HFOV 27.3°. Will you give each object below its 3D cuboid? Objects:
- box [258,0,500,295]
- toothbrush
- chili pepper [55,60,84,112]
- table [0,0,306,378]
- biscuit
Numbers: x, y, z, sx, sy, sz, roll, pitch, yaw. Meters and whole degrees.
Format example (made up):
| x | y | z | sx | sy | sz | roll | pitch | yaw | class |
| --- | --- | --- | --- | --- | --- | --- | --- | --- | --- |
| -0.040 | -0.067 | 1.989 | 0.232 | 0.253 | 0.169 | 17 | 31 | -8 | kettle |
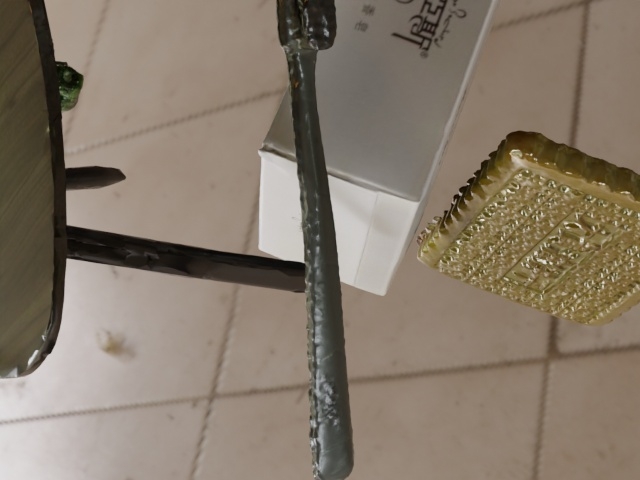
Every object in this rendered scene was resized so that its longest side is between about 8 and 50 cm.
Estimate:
| x | y | z | sx | sy | sz | roll | pitch | yaw | class |
| --- | --- | --- | --- | --- | --- | --- | --- | --- | --- |
| 0.052 | -0.125 | 0.960 | 0.116 | 0.203 | 0.274 | 20 | 71 | 3 | box |
| 0.000 | 0.000 | 0.763 | 0.030 | 0.030 | 0.297 | 11 | 108 | 53 | toothbrush |
| -0.217 | -0.119 | 1.066 | 0.055 | 0.035 | 0.118 | -44 | 17 | -4 | chili pepper |
| -0.140 | -0.055 | 0.857 | 0.317 | 0.249 | 0.317 | 4 | 95 | 46 | table |
| 0.177 | 0.002 | 0.983 | 0.254 | 0.172 | 0.029 | 121 | 168 | -68 | biscuit |
